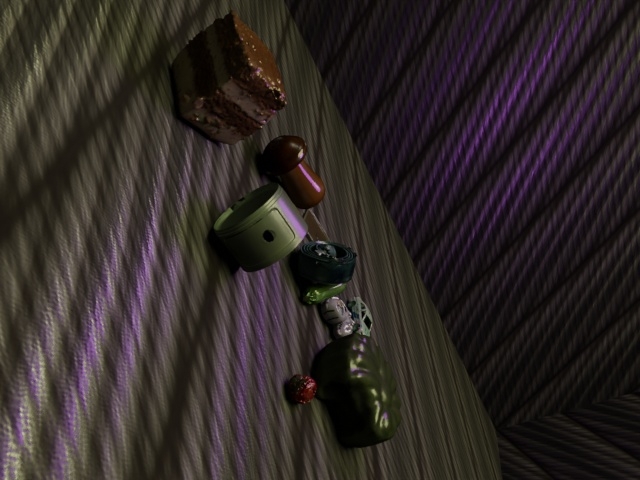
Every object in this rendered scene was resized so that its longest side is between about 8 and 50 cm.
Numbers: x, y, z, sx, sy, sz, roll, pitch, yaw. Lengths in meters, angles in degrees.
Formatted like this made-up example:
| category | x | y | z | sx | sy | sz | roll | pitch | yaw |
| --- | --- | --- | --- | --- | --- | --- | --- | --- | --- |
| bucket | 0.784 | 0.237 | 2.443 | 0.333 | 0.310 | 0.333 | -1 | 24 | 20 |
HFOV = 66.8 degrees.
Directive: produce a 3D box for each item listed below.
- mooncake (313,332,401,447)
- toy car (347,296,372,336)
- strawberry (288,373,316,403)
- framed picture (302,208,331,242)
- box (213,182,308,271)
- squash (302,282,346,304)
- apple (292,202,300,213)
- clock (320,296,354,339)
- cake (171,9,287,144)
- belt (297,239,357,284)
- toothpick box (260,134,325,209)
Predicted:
| category | x | y | z | sx | sy | sz | roll | pitch | yaw |
| --- | --- | --- | --- | --- | --- | --- | --- | --- | --- |
| mooncake | 0.131 | 0.480 | 1.584 | 0.351 | 0.187 | 0.351 | 51 | 23 | -30 |
| toy car | 0.169 | 0.324 | 1.992 | 0.090 | 0.076 | 0.224 | 59 | 14 | -32 |
| strawberry | -0.050 | 0.418 | 1.359 | 0.096 | 0.083 | 0.083 | 50 | 24 | -53 |
| framed picture | -0.001 | 0.000 | 2.054 | 0.265 | 0.018 | 0.192 | 58 | 21 | -17 |
| box | -0.169 | -0.039 | 1.366 | 0.149 | 0.226 | 0.226 | 56 | 22 | -22 |
| squash | 0.010 | 0.178 | 1.735 | 0.219 | 0.077 | 0.068 | -17 | 112 | -51 |
| apple | -0.125 | -0.089 | 1.728 | 0.102 | 0.099 | 0.114 | 45 | 3 | -47 |
| clock | 0.063 | 0.293 | 1.776 | 0.176 | 0.080 | 0.117 | 56 | 21 | -26 |
| cake | -0.286 | -0.496 | 1.514 | 0.255 | 0.290 | 0.282 | 32 | 37 | -58 |
| belt | 0.023 | 0.077 | 1.759 | 0.267 | 0.206 | 0.116 | -57 | 158 | -73 |
| toothpick box | -0.103 | -0.264 | 1.875 | 0.192 | 0.192 | 0.294 | -94 | 158 | -45 |
